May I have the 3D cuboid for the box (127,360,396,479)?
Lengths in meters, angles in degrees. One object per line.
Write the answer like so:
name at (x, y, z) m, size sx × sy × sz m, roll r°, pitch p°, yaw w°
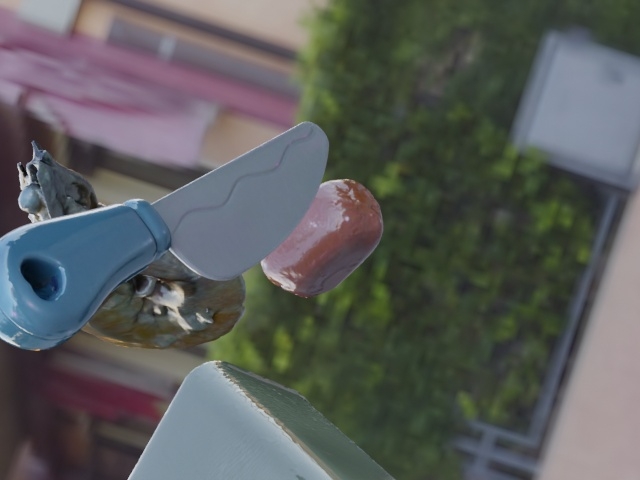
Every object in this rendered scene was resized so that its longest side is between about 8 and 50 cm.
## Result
box at (-0.062, 0.334, 1.757) m, size 0.352 × 0.177 × 0.344 m, roll -60°, pitch 35°, yaw 6°

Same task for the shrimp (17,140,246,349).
shrimp at (-0.152, 0.015, 1.565) m, size 0.317 × 0.164 × 0.062 m, roll 66°, pitch -159°, yaw -59°

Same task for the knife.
knife at (-0.060, -0.004, 0.878) m, size 0.244 × 0.058 × 0.032 m, roll -24°, pitch -16°, yaw -50°

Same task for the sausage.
sausage at (0.000, 0.000, 1.281) m, size 0.094 × 0.059 × 0.054 m, roll -41°, pitch 60°, yaw 32°
